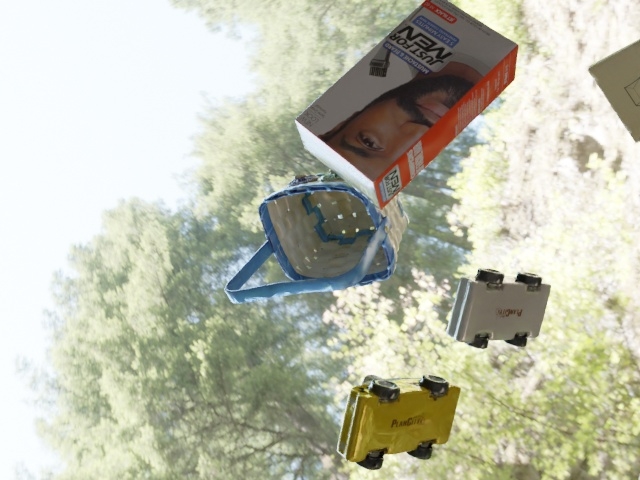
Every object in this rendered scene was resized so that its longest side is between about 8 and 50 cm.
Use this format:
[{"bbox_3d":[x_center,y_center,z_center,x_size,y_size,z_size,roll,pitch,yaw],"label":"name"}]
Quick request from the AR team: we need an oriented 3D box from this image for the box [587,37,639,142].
[{"bbox_3d":[0.568,-0.265,1.284,0.021,0.201,0.164,-41,-81,-32],"label":"box"}]

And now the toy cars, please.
[{"bbox_3d":[0.152,0.146,0.986,0.394,0.087,0.176,-41,-52,-26],"label":"toy cars"}]

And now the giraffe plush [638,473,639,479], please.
[{"bbox_3d":[0.296,0.109,0.465,0.210,0.181,0.170,7,-87,-55],"label":"giraffe plush"}]

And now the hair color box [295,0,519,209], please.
[{"bbox_3d":[0.072,-0.117,0.636,0.167,0.093,0.053,-45,-24,-10],"label":"hair color box"}]

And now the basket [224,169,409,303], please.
[{"bbox_3d":[0.000,0.000,1.277,0.201,0.255,0.289,63,-143,-27],"label":"basket"}]
